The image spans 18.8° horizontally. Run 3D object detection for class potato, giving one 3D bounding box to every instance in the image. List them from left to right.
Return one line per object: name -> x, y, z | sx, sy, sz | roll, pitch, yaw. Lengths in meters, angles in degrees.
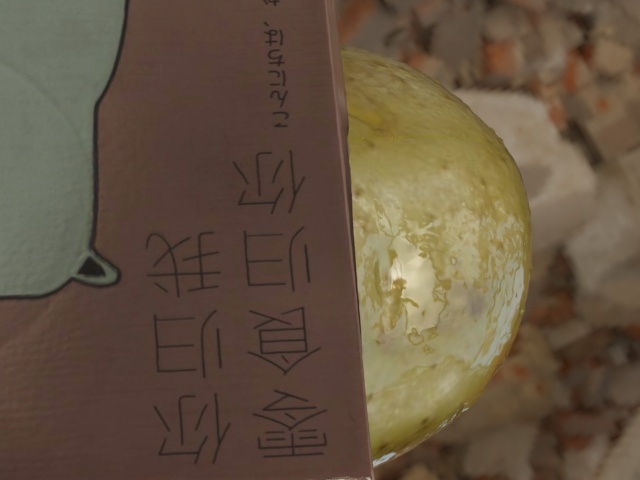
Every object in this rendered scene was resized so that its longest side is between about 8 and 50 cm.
potato -> 0.000, 0.000, 1.019 | 0.242, 0.285, 0.243 | -12, 121, -20

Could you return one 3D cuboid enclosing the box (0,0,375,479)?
box -> -0.095, 0.000, 0.646 | 0.215, 0.215, 0.086 | -2, 156, -7
